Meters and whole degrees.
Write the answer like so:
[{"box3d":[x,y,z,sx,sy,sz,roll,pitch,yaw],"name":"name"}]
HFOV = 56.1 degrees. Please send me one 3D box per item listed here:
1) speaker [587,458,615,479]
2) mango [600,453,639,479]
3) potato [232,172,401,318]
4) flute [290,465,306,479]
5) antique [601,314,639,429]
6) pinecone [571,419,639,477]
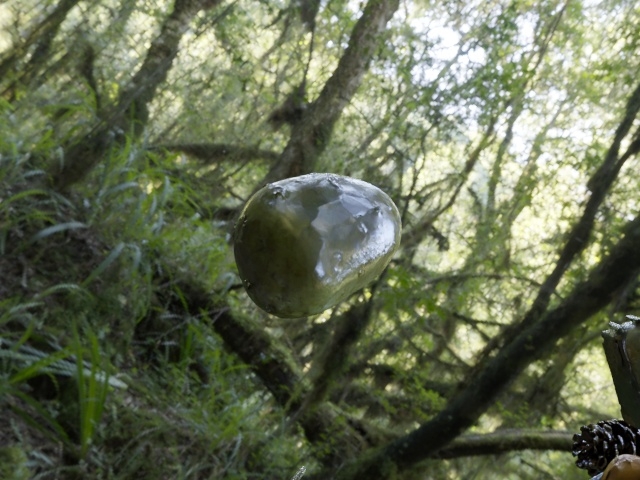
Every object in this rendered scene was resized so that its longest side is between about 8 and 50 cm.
[{"box3d":[0.718,0.678,1.381,0.254,0.184,0.232,-147,-134,-60],"name":"speaker"},{"box3d":[0.586,0.473,1.167,0.063,0.127,0.077,34,0,-26],"name":"mango"},{"box3d":[0.000,0.000,0.932,0.173,0.307,0.210,-45,-110,47],"name":"potato"},{"box3d":[-0.111,0.702,1.624,0.027,0.233,0.027,23,-47,27],"name":"flute"},{"box3d":[0.809,0.331,1.505,0.150,0.125,0.284,-69,140,-89],"name":"antique"},{"box3d":[0.935,0.673,1.894,0.272,0.224,0.224,12,-6,-22],"name":"pinecone"}]
